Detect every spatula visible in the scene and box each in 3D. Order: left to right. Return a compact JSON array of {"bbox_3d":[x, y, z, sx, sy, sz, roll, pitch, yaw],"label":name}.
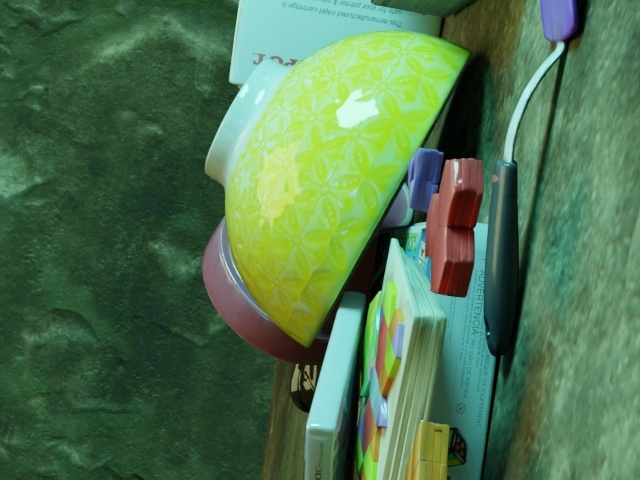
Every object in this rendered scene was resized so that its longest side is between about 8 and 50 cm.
[{"bbox_3d":[0.130,-0.072,0.800,0.084,0.030,0.296,-114,33,-83],"label":"spatula"}]

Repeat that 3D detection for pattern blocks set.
[{"bbox_3d":[0.048,0.101,0.831,0.285,0.026,0.325,-130,47,-83],"label":"pattern blocks set"}]

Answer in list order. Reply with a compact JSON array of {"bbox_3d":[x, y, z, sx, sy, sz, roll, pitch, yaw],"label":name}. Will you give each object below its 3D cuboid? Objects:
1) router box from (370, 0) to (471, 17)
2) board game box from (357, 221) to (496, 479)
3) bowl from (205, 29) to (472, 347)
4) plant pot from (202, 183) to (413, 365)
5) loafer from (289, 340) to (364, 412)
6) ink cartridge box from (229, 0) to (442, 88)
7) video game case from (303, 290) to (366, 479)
[{"bbox_3d":[0.125,-0.362,1.064,0.335,0.082,0.301,-157,76,-85],"label":"router box"},{"bbox_3d":[0.077,0.085,0.979,0.305,0.053,0.193,177,102,-85],"label":"board game box"},{"bbox_3d":[-0.005,-0.070,1.086,0.289,0.156,0.289,-61,-2,-4],"label":"bowl"},{"bbox_3d":[0.000,0.000,1.327,0.201,0.201,0.180,-86,23,-45],"label":"plant pot"},{"bbox_3d":[0.028,0.098,1.485,0.078,0.080,0.220,1,79,52],"label":"loafer"},{"bbox_3d":[0.026,-0.293,1.316,0.121,0.211,0.289,-101,20,-73],"label":"ink cartridge box"},{"bbox_3d":[0.010,0.163,0.954,0.201,0.023,0.183,-71,-15,-64],"label":"video game case"}]
